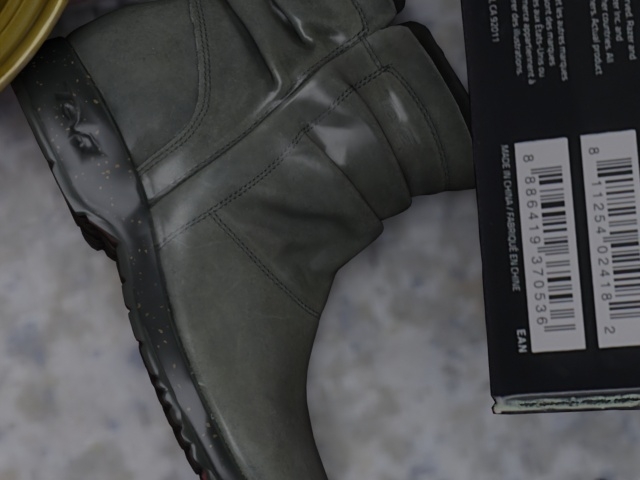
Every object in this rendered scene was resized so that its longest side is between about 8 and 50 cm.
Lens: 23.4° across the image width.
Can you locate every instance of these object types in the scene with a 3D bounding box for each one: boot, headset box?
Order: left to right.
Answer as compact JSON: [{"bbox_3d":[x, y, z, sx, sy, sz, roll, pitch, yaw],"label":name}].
[{"bbox_3d":[0.000,0.000,0.582,0.161,0.083,0.247,-25,87,-8],"label":"boot"},{"bbox_3d":[0.136,-0.074,0.491,0.131,0.283,0.246,-5,84,18],"label":"headset box"}]

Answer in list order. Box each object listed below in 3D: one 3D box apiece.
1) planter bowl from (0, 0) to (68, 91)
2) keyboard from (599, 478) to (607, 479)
[{"bbox_3d":[-0.182,-0.127,0.585,0.217,0.090,0.217,0,86,3],"label":"planter bowl"},{"bbox_3d":[0.195,0.193,0.596,0.256,0.014,0.072,34,81,3],"label":"keyboard"}]
